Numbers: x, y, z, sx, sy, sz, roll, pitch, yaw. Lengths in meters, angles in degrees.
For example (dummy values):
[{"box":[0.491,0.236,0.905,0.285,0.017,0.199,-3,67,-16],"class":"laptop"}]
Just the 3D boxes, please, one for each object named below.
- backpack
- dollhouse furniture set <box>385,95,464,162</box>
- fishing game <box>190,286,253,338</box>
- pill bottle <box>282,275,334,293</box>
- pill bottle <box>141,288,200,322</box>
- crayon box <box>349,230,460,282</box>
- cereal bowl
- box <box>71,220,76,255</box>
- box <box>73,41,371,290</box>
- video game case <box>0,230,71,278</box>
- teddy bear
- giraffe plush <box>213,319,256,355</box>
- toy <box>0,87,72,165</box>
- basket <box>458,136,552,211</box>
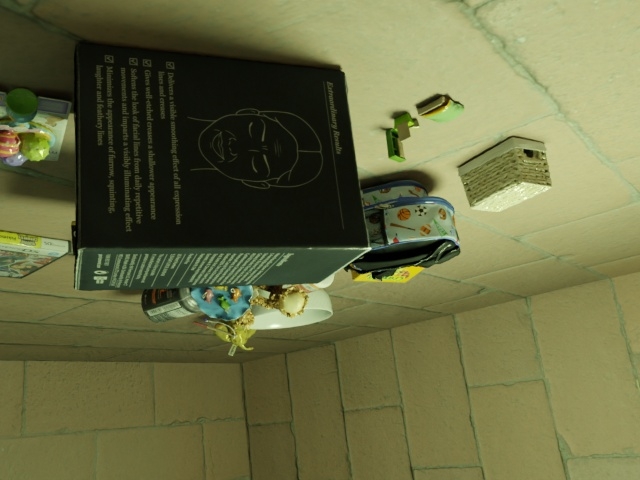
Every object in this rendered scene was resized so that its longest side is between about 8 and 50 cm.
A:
[{"box":[0.190,-0.021,1.454,0.263,0.213,0.276,-5,171,21],"class":"backpack"},{"box":[0.187,-0.200,1.126,0.151,0.059,0.076,-21,158,39],"class":"dollhouse furniture set"},{"box":[-0.271,0.138,1.667,0.189,0.264,0.041,16,-158,12],"class":"fishing game"},{"box":[-0.071,0.111,1.917,0.216,0.121,0.121,-22,158,41],"class":"pill bottle"},{"box":[-0.440,0.175,1.955,0.245,0.131,0.130,-18,160,31],"class":"pill bottle"},{"box":[0.222,0.041,1.788,0.202,0.081,0.318,3,150,-32],"class":"crayon box"},{"box":[-0.127,0.215,2.192,0.338,0.141,0.339,-6,163,-2],"class":"cereal bowl"},{"box":[-0.292,-0.013,1.256,0.257,0.079,0.322,6,-170,42],"class":"box"},{"box":[-0.159,-0.094,0.928,0.395,0.294,0.212,0,162,-22],"class":"box"},{"box":[-0.797,0.036,1.521,0.274,0.035,0.248,-21,158,37],"class":"video game case"},{"box":[-0.185,0.116,1.716,0.337,0.245,0.113,-15,-173,21],"class":"teddy bear"},{"box":[-0.331,0.328,2.483,0.181,0.210,0.171,8,127,-13],"class":"giraffe plush"},{"box":[-0.482,-0.160,0.985,0.136,0.056,0.237,3,160,-27],"class":"toy"},{"box":[0.400,-0.137,1.340,0.113,0.103,0.167,3,159,-33],"class":"basket"}]
